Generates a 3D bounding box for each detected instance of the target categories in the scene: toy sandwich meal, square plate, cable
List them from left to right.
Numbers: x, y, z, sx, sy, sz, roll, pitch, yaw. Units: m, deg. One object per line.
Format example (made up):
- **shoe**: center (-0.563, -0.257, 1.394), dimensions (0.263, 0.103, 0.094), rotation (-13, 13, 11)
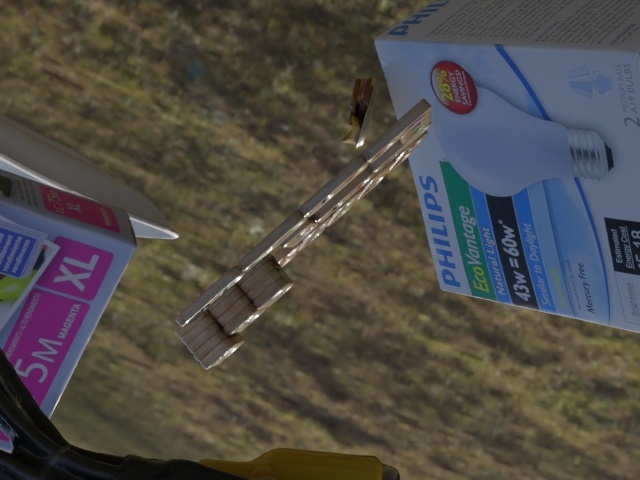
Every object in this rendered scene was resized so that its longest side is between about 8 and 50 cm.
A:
- **square plate**: center (-0.336, -0.072, 1.021), dimensions (0.347, 0.049, 0.344), rotation (5, 168, 26)
- **cable**: center (-0.090, 0.116, 0.540), dimensions (0.287, 0.139, 0.072), rotation (20, 154, 4)
- **toy sandwich meal**: center (0.045, -0.150, 1.535), dimensions (0.029, 0.086, 0.085), rotation (16, 166, -1)

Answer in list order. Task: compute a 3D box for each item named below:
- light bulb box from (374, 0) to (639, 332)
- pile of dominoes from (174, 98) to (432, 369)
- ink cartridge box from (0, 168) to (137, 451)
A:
- **light bulb box**: center (0.297, -0.113, 1.506), dimensions (0.361, 0.225, 0.358), rotation (10, 127, 45)
- **pile of dominoes**: center (0.000, 0.000, 0.992), dimensions (0.040, 0.251, 0.196), rotation (49, -176, 5)
- **ink cartridge box**: center (-0.299, 0.021, 0.847), dimensions (0.311, 0.186, 0.065), rotation (21, -161, -25)
